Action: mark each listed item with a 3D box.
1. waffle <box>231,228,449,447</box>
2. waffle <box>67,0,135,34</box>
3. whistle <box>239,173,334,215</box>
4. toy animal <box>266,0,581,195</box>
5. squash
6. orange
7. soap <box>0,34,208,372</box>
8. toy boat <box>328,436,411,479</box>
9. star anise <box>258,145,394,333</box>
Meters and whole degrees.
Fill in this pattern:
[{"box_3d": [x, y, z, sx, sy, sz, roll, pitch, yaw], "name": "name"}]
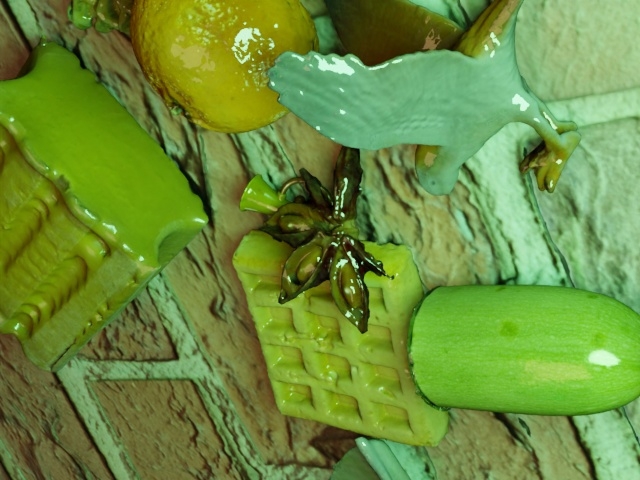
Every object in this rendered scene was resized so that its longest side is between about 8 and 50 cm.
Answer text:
[{"box_3d": [0.025, 0.111, 1.642, 0.221, 0.055, 0.248, 7, 124, 35], "name": "waffle"}, {"box_3d": [-0.230, -0.323, 1.523, 0.204, 0.054, 0.223, 0, 121, 49], "name": "waffle"}, {"box_3d": [-0.028, -0.040, 1.595, 0.109, 0.057, 0.046, 21, 174, 15], "name": "whistle"}, {"box_3d": [0.144, -0.189, 1.309, 0.284, 0.225, 0.302, -37, 108, 27], "name": "toy animal"}, {"box_3d": [0.219, 0.106, 1.434, 0.247, 0.132, 0.133, -3, 118, 38], "name": "squash"}, {"box_3d": [-0.098, -0.193, 1.423, 0.193, 0.161, 0.193, 42, 165, 14], "name": "orange"}, {"box_3d": [-0.325, -0.031, 1.746, 0.293, 0.156, 0.335, 44, 138, -1], "name": "soap"}, {"box_3d": [0.102, 0.393, 1.770, 0.293, 0.111, 0.276, 55, 144, 12], "name": "toy boat"}, {"box_3d": [-0.002, 0.001, 1.531, 0.157, 0.053, 0.213, -16, 89, 30], "name": "star anise"}]
